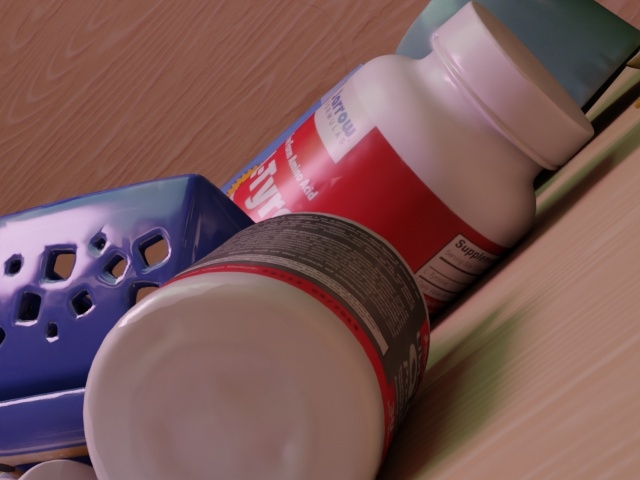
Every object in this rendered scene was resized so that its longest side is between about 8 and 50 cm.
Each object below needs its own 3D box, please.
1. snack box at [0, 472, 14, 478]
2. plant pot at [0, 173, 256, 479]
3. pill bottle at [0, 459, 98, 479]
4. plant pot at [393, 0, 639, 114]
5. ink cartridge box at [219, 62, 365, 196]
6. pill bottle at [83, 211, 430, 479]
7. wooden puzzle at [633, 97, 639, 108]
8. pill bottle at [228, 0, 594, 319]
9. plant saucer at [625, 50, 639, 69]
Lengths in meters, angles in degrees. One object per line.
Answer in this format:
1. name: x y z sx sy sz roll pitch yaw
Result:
1. snack box: -0.260 0.302 1.211 0.070 0.174 0.207 -44 0 -22
2. plant pot: -0.148 0.105 1.079 0.236 0.236 0.212 -12 56 25
3. pill bottle: -0.271 0.307 1.006 0.323 0.181 0.181 -43 0 28
4. plant pot: 0.237 -0.225 1.685 0.293 0.235 0.293 -47 -6 -7
5. ink cartridge box: 0.000 0.000 1.590 0.395 0.151 0.270 -44 39 -2
6. pill bottle: -0.021 0.077 0.872 0.176 0.176 0.318 -43 0 17
7. wooden puzzle: 0.395 -0.195 1.450 0.116 0.014 0.078 -42 0 -36
8. pill bottle: 0.059 -0.031 1.279 0.408 0.229 0.229 -43 0 17
9. plant saucer: 0.464 -0.280 1.544 0.241 0.037 0.241 -43 -3 -3
